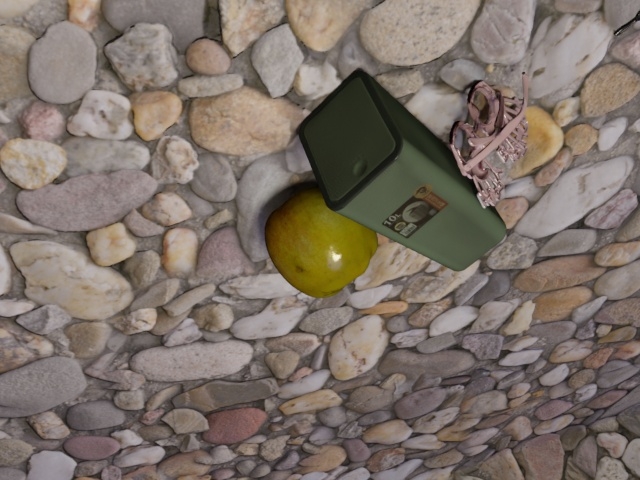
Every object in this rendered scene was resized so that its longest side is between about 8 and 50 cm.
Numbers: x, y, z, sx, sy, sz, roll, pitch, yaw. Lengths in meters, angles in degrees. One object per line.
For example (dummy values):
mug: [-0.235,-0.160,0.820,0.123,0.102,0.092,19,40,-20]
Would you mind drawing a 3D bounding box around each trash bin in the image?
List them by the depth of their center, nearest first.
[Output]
trash bin: [0.156,-0.104,1.196,0.343,0.223,0.158,27,121,-39]

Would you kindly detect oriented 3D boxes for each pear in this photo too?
pear: [0.000,0.000,1.267,0.200,0.200,0.200,-10,136,-10]

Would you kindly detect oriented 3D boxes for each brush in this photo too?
brush: [0.546,-0.382,1.205,0.083,0.008,0.024,-36,137,17]

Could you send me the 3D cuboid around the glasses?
glasses: [0.313,-0.177,1.188,0.095,0.255,0.162,-2,136,46]
